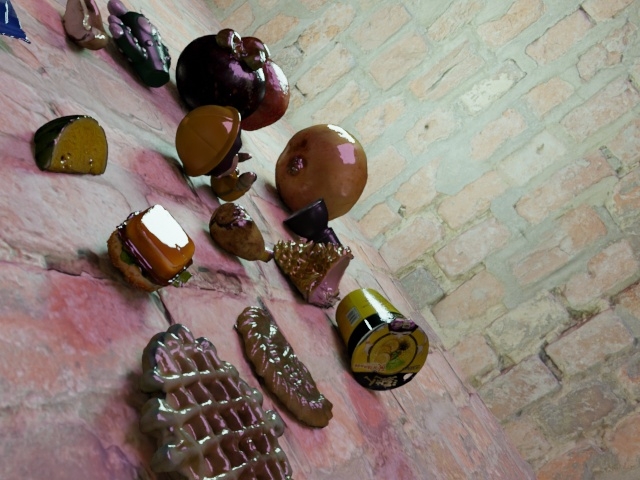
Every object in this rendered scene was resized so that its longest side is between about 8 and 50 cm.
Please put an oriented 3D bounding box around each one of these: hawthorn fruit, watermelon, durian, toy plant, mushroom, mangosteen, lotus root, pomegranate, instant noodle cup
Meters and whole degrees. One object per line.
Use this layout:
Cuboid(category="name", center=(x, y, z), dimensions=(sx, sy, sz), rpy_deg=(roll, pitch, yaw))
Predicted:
Cuboid(category="hawthorn fruit", center=(-0.250, -0.527, 2.335), dimensions=(0.287, 0.287, 0.330), rpy_deg=(51, 5, -12))
Cuboid(category="watermelon", center=(-0.390, -0.162, 1.059), dimensions=(0.092, 0.075, 0.181), rpy_deg=(58, 10, 4))
Cuboid(category="durian", center=(-0.037, 0.065, 1.790), dimensions=(0.196, 0.185, 0.305), rpy_deg=(32, 13, 19))
Cuboid(category="toy plant", center=(-0.476, -0.521, 1.739), dimensions=(0.232, 0.112, 0.243), rpy_deg=(49, 16, -46))
Cuboid(category="mushroom", center=(-0.531, -0.486, 1.502), dimensions=(0.094, 0.072, 0.209), rpy_deg=(36, 24, -52))
Cuboid(category="mangosteen", center=(-0.291, -0.493, 1.978), dimensions=(0.288, 0.288, 0.288), rpy_deg=(50, 11, -14))
Cuboid(category="lotus root", center=(-0.172, -0.005, 1.456), dimensions=(0.190, 0.094, 0.108), rpy_deg=(54, 30, -46))
Cuboid(category="pomegranate", center=(-0.010, -0.231, 2.235), dimensions=(0.338, 0.338, 0.338), rpy_deg=(50, 11, -14))
Cuboid(category="instant noodle cup", center=(0.142, 0.242, 1.735), dimensions=(0.215, 0.215, 0.236), rpy_deg=(46, 5, -32))

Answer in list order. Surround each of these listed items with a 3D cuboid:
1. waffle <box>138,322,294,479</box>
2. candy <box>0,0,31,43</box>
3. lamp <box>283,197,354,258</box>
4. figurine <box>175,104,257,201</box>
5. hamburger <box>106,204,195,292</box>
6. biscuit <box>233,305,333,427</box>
Cuboid(category="waffle", center=(-0.130, 0.255, 0.875), dimensions=(0.309, 0.056, 0.292), rpy_deg=(47, 12, -31))
Cuboid(category="candy", center=(-0.617, -0.470, 1.098), dimensions=(0.331, 0.077, 0.187), rpy_deg=(54, 18, 8))
Cuboid(category="lamp", center=(0.000, 0.000, 2.077), dimensions=(0.227, 0.147, 0.172), rpy_deg=(59, 23, -7))
Cuboid(category="figurine", center=(-0.247, -0.199, 1.566), dimensions=(0.257, 0.167, 0.192), rpy_deg=(75, -13, -46))
Cuboid(category="hamburger", center=(-0.257, 0.021, 1.002), dimensions=(0.137, 0.087, 0.166), rpy_deg=(53, 12, -6))
Cuboid(category="biscuit", center=(-0.070, 0.240, 1.228), dimensions=(0.273, 0.036, 0.187), rpy_deg=(54, 11, 4))
